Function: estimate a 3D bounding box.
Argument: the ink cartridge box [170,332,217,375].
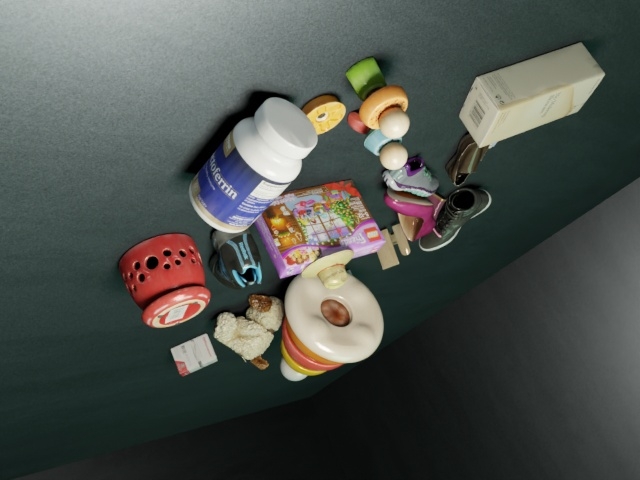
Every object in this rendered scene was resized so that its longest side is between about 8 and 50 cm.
[{"bbox_3d":[-0.439,0.400,2.257,0.135,0.099,0.056,-22,159,-10],"label":"ink cartridge box"}]

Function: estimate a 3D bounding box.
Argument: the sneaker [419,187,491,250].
[{"bbox_3d":[0.427,-0.079,2.171,0.296,0.104,0.147,-41,154,19],"label":"sneaker"}]

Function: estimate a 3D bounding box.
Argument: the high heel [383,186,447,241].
[{"bbox_3d":[0.257,-0.063,1.908,0.377,0.127,0.181,2,123,-56],"label":"high heel"}]

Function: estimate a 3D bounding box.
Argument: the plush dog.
[{"bbox_3d":[-0.207,0.289,2.195,0.225,0.210,0.262,-54,161,-4],"label":"plush dog"}]

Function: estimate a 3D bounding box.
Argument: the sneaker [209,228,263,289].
[{"bbox_3d":[-0.219,0.079,1.711,0.125,0.140,0.341,-24,160,-12],"label":"sneaker"}]

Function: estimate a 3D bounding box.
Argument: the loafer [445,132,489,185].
[{"bbox_3d":[0.423,-0.227,1.816,0.080,0.078,0.220,-4,154,-11],"label":"loafer"}]

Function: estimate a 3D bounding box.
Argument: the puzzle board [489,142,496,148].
[{"bbox_3d":[0.470,-0.283,1.859,0.128,0.011,0.096,-18,157,-21],"label":"puzzle board"}]

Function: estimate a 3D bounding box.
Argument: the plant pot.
[{"bbox_3d":[-0.364,0.102,1.553,0.191,0.174,0.191,-25,160,-10],"label":"plant pot"}]

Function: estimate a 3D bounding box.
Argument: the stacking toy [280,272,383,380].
[{"bbox_3d":[-0.033,0.348,2.233,0.350,0.350,0.480,-10,150,-36],"label":"stacking toy"}]

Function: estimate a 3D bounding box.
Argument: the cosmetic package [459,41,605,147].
[{"bbox_3d":[0.517,-0.359,1.597,0.309,0.113,0.160,-21,158,-13],"label":"cosmetic package"}]

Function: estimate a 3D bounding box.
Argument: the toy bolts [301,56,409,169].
[{"bbox_3d":[0.094,-0.225,1.341,0.218,0.158,0.228,-31,159,11],"label":"toy bolts"}]

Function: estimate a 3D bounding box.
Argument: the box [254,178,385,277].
[{"bbox_3d":[-0.007,-0.036,1.607,0.293,0.201,0.057,-15,156,-30],"label":"box"}]

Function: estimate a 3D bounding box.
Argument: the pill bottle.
[{"bbox_3d":[-0.132,-0.146,1.270,0.153,0.153,0.264,-2,148,-47],"label":"pill bottle"}]

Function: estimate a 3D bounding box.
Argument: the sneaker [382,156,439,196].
[{"bbox_3d":[0.274,-0.180,1.773,0.223,0.083,0.098,-2,143,-46],"label":"sneaker"}]

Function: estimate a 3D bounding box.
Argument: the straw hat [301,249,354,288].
[{"bbox_3d":[0.030,0.084,1.565,0.144,0.061,0.144,-23,159,-9],"label":"straw hat"}]

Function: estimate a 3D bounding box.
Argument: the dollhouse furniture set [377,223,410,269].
[{"bbox_3d":[0.274,0.023,2.160,0.144,0.123,0.151,-23,164,16],"label":"dollhouse furniture set"}]

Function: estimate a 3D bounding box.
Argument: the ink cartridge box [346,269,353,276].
[{"bbox_3d":[0.044,0.174,2.351,0.150,0.063,0.109,-17,157,-21],"label":"ink cartridge box"}]
